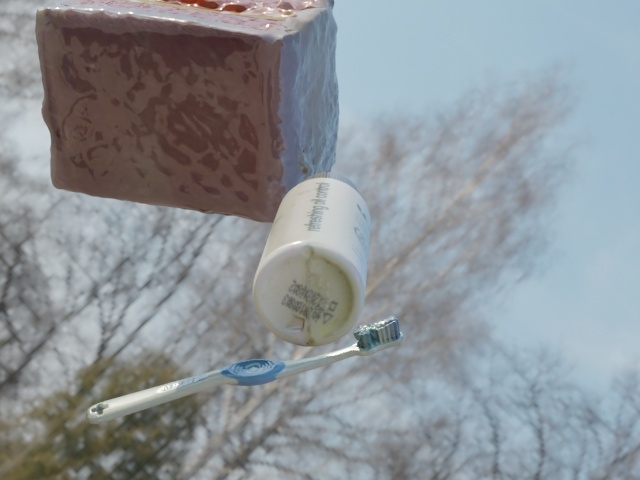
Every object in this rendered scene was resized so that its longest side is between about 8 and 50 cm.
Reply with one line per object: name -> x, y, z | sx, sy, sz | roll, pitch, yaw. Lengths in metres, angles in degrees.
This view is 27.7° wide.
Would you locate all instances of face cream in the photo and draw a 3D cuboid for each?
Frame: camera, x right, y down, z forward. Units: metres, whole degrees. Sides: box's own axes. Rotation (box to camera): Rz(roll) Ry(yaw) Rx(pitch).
face cream -> 0.000, 0.000, 1.159 | 0.092, 0.092, 0.311 | 50, 13, -10

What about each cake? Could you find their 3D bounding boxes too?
cake -> -0.136, -0.167, 1.467 | 0.309, 0.237, 0.230 | 11, -62, 17

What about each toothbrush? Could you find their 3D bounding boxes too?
toothbrush -> -0.088, 0.161, 1.536 | 0.040, 0.386, 0.040 | 164, -90, -88
